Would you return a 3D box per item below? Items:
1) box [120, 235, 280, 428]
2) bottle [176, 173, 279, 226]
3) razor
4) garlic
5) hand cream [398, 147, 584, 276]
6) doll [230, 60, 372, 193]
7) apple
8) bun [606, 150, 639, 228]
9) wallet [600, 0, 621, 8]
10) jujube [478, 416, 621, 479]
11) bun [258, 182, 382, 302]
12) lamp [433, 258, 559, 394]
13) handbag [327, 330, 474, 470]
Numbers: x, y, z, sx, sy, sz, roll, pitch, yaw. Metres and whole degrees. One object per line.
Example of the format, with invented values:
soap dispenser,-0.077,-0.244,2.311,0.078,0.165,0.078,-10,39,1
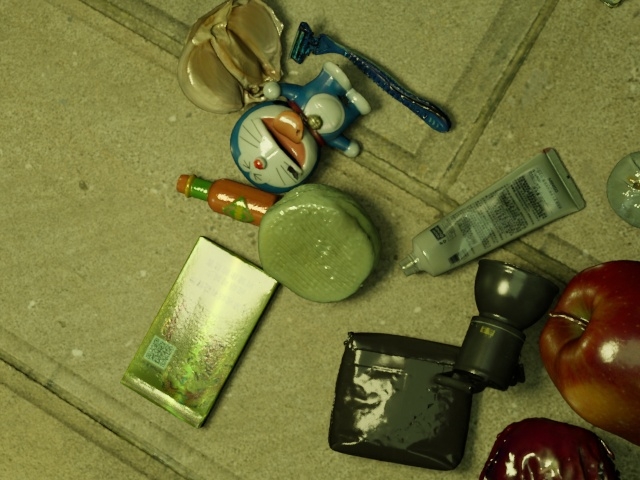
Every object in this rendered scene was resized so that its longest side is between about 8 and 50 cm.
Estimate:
box,-0.218,0.166,1.974,0.173,0.043,0.311,28,92,8
bottle,-0.171,-0.078,1.963,0.187,0.069,0.069,18,91,10
razor,0.099,-0.291,1.941,0.324,0.093,0.056,30,57,4
garlic,-0.176,-0.324,1.937,0.178,0.142,0.229,50,57,-29
hand cream,0.290,-0.032,1.906,0.340,0.078,0.124,-29,84,-2
doll,-0.034,-0.193,1.904,0.257,0.161,0.215,-42,111,2
apple,0.518,0.184,1.753,0.317,0.288,0.288,32,93,-10
bun,0.562,-0.088,1.852,0.140,0.083,0.141,0,91,10
wallet,0.484,-0.490,1.896,0.155,0.039,0.110,37,90,7
jujube,0.374,0.485,1.794,0.258,0.258,0.377,6,83,8
bun,-0.002,-0.002,1.901,0.221,0.108,0.221,2,114,5
lamp,0.301,0.166,1.834,0.147,0.172,0.227,14,77,41
handbag,0.145,0.282,1.901,0.246,0.080,0.223,9,89,7
